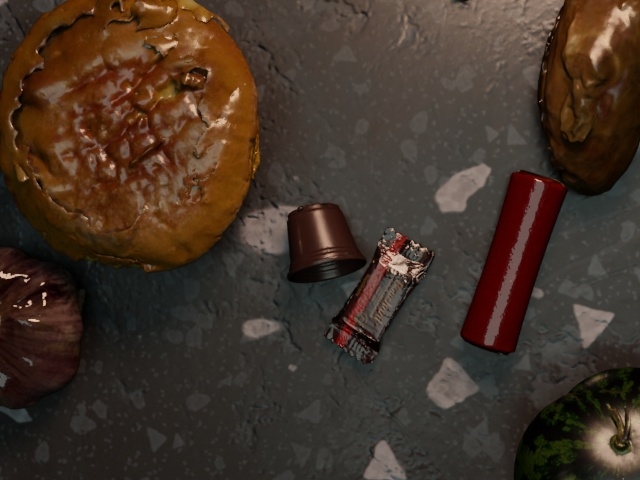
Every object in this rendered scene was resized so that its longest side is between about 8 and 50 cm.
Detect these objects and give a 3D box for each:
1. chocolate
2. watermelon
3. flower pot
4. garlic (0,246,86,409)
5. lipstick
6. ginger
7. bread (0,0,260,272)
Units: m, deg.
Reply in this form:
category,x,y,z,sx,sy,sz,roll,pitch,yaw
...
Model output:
category,x,y,z,sx,sy,sz,roll,pitch,yaw
chocolate,0.081,0.077,1.431,0.086,0.028,0.182,29,95,13
watermelon,0.376,0.292,1.295,0.269,0.269,0.269,0,93,8
flower pot,0.000,0.000,1.409,0.111,0.111,0.089,-15,75,8
garlic,-0.447,0.116,1.436,0.244,0.160,0.245,-1,86,14
lipstick,0.255,0.029,1.379,0.080,0.080,0.241,18,96,6
ginger,0.354,-0.219,1.315,0.165,0.172,0.321,26,101,45
bread,-0.243,-0.146,1.378,0.336,0.204,0.358,8,97,5
